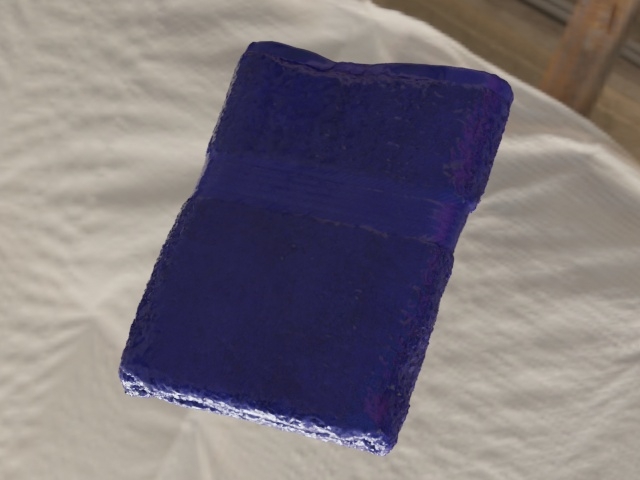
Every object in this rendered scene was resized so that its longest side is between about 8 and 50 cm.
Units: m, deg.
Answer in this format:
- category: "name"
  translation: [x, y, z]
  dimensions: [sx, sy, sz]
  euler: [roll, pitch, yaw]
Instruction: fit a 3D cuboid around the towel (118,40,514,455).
- category: "towel"
  translation: [0.000, 0.000, 1.047]
  dimensions: [0.227, 0.076, 0.308]
  euler: [11, -115, 23]
